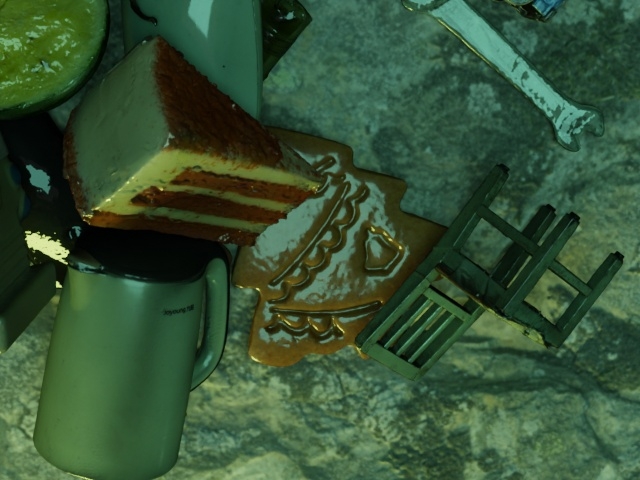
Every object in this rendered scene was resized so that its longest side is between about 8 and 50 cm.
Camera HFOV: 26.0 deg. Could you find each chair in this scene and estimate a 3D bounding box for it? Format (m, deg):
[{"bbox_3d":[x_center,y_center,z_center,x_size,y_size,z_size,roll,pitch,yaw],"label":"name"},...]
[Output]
[{"bbox_3d":[0.192,0.071,1.564,0.270,0.147,0.136,-52,137,3],"label":"chair"}]

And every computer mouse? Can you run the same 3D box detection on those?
[{"bbox_3d":[-0.315,-0.054,1.538,0.264,0.088,0.147,42,97,-15],"label":"computer mouse"},{"bbox_3d":[-0.144,-0.223,1.486,0.159,0.097,0.288,6,104,18],"label":"computer mouse"}]

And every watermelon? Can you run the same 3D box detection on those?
[{"bbox_3d":[-0.318,-0.220,1.471,0.232,0.127,0.204,-37,75,-12],"label":"watermelon"}]

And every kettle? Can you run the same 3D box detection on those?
[{"bbox_3d":[-0.198,0.113,1.538,0.240,0.165,0.255,-8,117,-45],"label":"kettle"}]

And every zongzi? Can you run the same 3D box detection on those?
[{"bbox_3d":[-0.099,-0.237,1.550,0.130,0.062,0.154,43,111,8],"label":"zongzi"}]

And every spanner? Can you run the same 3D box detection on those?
[{"bbox_3d":[0.210,-0.211,1.596,0.302,0.017,0.071,42,95,-12],"label":"spanner"}]

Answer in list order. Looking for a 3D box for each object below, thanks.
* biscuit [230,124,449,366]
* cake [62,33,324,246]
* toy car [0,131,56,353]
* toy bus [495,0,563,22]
[{"bbox_3d":[0.000,0.000,1.601,0.284,0.043,0.306,-32,103,0],"label":"biscuit"},{"bbox_3d":[-0.128,-0.061,1.435,0.262,0.159,0.158,37,124,-23],"label":"cake"},{"bbox_3d":[-0.471,0.019,1.423,0.336,0.242,0.226,-15,108,14],"label":"toy car"},{"bbox_3d":[0.189,-0.358,1.515,0.234,0.116,0.133,41,97,-14],"label":"toy bus"}]
